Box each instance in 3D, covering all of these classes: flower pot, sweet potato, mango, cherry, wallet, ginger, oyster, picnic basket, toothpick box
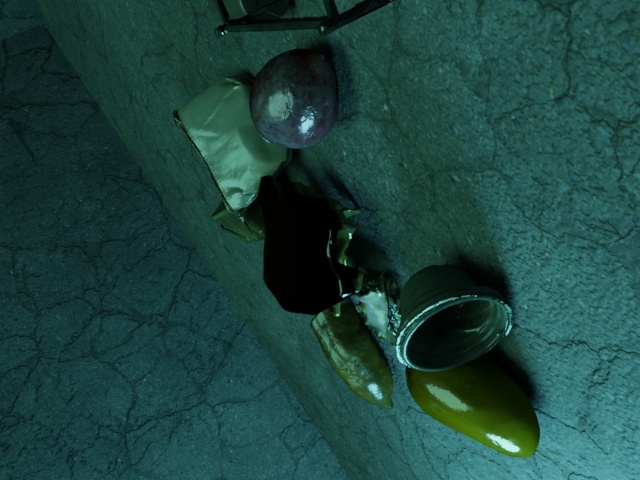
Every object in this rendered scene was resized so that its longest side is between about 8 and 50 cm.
[{"bbox_3d":[0.241,0.137,1.276,0.236,0.235,0.141,83,172,-48],"label":"flower pot"},{"bbox_3d":[0.111,0.348,1.906,0.370,0.157,0.158,56,159,4],"label":"sweet potato"},{"bbox_3d":[0.323,0.331,1.387,0.317,0.173,0.211,34,157,28],"label":"mango"},{"bbox_3d":[-0.047,-0.298,1.331,0.249,0.175,0.192,-41,54,55],"label":"cherry"},{"bbox_3d":[-0.224,-0.266,1.697,0.274,0.068,0.335,-33,84,25],"label":"wallet"},{"bbox_3d":[0.000,0.000,1.648,0.413,0.211,0.359,7,109,54],"label":"ginger"},{"bbox_3d":[0.148,0.165,1.659,0.198,0.092,0.260,47,165,27],"label":"oyster"},{"bbox_3d":[-0.198,-0.098,1.880,0.139,0.165,0.266,36,164,-15],"label":"picnic basket"},{"bbox_3d":[-0.152,-0.497,1.355,0.180,0.111,0.111,22,139,58],"label":"toothpick box"}]

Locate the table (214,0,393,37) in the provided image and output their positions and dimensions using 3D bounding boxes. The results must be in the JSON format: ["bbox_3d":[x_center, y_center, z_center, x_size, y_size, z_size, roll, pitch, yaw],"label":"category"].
[{"bbox_3d":[-0.010,-0.437,0.905,0.335,0.272,0.222,24,142,55],"label":"table"}]
